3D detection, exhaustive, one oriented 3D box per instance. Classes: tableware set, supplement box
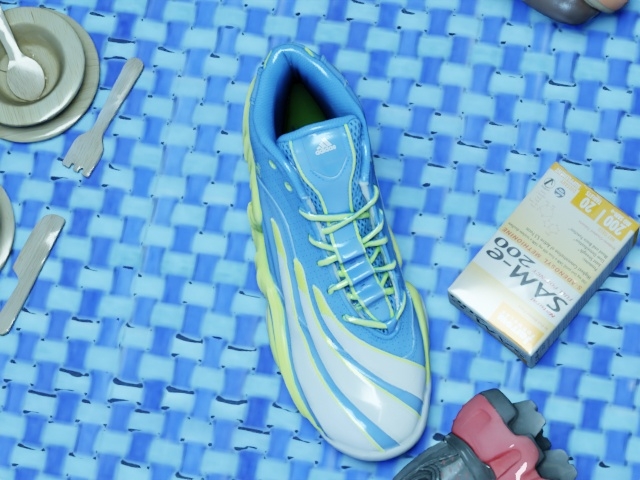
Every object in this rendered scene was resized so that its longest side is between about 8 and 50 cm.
[{"bbox_3d":[-0.201,-0.056,1.123,0.128,0.039,0.194,24,78,11],"label":"tableware set"},{"bbox_3d":[0.126,0.014,1.076,0.062,0.036,0.098,38,82,14],"label":"supplement box"}]

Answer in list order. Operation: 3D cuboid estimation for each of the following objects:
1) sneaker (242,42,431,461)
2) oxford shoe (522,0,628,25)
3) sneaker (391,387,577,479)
[{"bbox_3d":[0.000,0.000,1.045,0.091,0.126,0.240,-17,74,1],"label":"sneaker"},{"bbox_3d":[0.022,-0.231,1.129,0.363,0.130,0.133,40,115,7],"label":"oxford shoe"},{"bbox_3d":[0.115,0.217,0.985,0.135,0.097,0.276,-31,67,-1],"label":"sneaker"}]
